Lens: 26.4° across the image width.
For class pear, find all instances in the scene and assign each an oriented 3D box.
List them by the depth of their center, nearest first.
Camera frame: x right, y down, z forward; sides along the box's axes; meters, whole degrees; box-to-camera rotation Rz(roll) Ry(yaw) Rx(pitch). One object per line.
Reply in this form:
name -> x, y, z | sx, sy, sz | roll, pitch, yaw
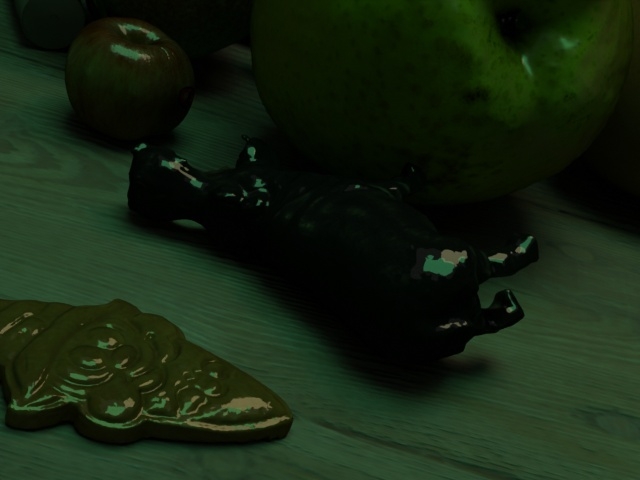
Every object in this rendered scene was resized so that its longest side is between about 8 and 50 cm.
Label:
pear -> 0.114, -0.201, 1.252 | 0.391, 0.391, 0.391 | 12, 26, -6

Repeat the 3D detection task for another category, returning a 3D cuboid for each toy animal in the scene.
toy animal -> 0.007, -0.007, 1.112 | 0.343, 0.106, 0.168 | 25, 34, 33

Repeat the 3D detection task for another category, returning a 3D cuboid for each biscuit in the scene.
biscuit -> -0.138, 0.087, 0.932 | 0.250, 0.035, 0.162 | 17, 31, 0

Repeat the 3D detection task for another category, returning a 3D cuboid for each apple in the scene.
apple -> -0.184, -0.152, 1.290 | 0.126, 0.102, 0.126 | 17, 28, -9

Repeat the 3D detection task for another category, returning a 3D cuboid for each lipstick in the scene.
lipstick -> -0.315, -0.293, 1.531 | 0.070, 0.070, 0.254 | 4, 28, -21

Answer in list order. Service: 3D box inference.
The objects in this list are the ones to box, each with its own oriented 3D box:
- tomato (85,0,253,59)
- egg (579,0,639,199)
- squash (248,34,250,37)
tomato -> -0.155, -0.345, 1.450 | 0.239, 0.303, 0.303 | -17, 34, -11
egg -> 0.369, -0.172, 1.456 | 0.250, 0.250, 0.322 | 13, 33, -4
squash -> -0.040, -0.286, 1.617 | 0.370, 0.118, 0.118 | 20, 27, 14
